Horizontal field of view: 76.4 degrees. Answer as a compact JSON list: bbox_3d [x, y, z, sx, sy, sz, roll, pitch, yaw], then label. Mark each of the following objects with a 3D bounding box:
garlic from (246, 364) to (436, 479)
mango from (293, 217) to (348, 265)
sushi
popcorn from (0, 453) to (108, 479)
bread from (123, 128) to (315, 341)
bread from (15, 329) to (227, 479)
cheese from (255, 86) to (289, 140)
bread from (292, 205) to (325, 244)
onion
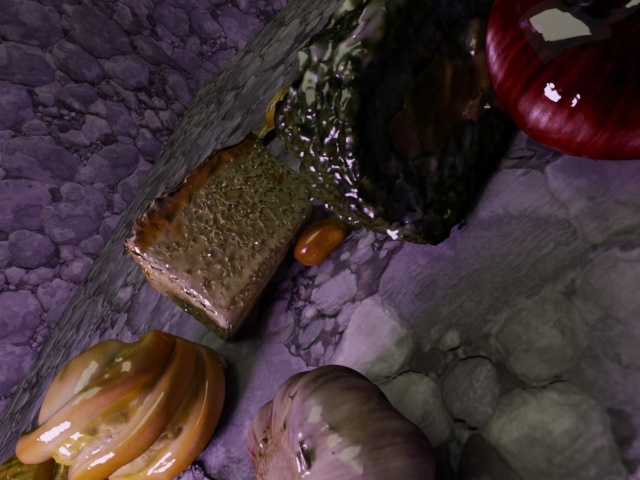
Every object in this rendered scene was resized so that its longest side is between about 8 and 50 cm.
[{"bbox_3d":[0.020,0.242,0.398,0.245,0.160,0.245,-25,59,51],"label":"garlic"},{"bbox_3d":[0.000,0.000,0.737,0.114,0.060,0.080,-38,19,26],"label":"mango"},{"bbox_3d":[0.115,-0.185,0.554,0.352,0.294,0.178,-55,35,-9],"label":"sushi"},{"bbox_3d":[-0.540,0.523,0.796,0.249,0.225,0.249,-24,30,15],"label":"popcorn"},{"bbox_3d":[-0.184,0.005,0.800,0.315,0.248,0.279,-49,-6,-34],"label":"bread"},{"bbox_3d":[-0.324,0.300,0.685,0.315,0.270,0.211,-38,49,12],"label":"bread"},{"bbox_3d":[-0.144,-0.397,1.299,0.270,0.069,0.177,-41,33,23],"label":"cheese"},{"bbox_3d":[-0.079,-0.042,0.838,0.152,0.105,0.077,-27,47,36],"label":"bread"},{"bbox_3d":[0.295,-0.225,0.386,0.273,0.285,0.273,-8,67,19],"label":"onion"}]
